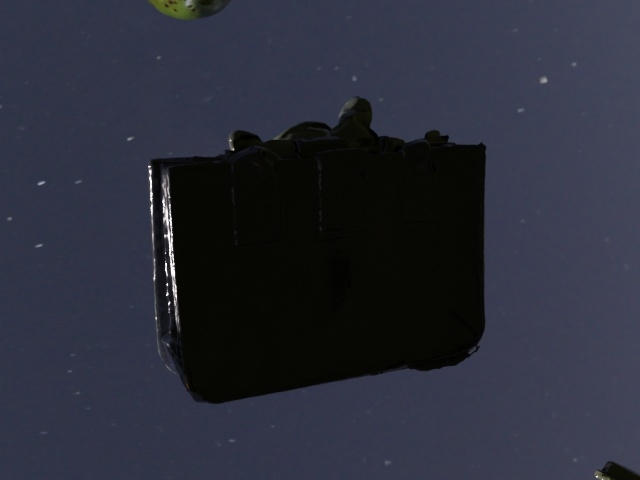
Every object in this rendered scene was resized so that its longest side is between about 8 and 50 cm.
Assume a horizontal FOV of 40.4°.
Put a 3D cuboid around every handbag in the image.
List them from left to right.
[{"bbox_3d":[0.000,0.000,0.847,0.326,0.118,0.269,-6,-75,-24],"label":"handbag"}]

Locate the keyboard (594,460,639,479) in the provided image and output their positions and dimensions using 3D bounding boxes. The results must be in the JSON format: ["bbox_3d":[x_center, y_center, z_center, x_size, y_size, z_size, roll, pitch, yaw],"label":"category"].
[{"bbox_3d":[0.298,0.212,0.582,0.094,0.230,0.025,27,-92,-52],"label":"keyboard"}]

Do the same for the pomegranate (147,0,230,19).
[{"bbox_3d":[-0.191,-0.451,1.373,0.224,0.181,0.181,-46,-66,-40],"label":"pomegranate"}]
